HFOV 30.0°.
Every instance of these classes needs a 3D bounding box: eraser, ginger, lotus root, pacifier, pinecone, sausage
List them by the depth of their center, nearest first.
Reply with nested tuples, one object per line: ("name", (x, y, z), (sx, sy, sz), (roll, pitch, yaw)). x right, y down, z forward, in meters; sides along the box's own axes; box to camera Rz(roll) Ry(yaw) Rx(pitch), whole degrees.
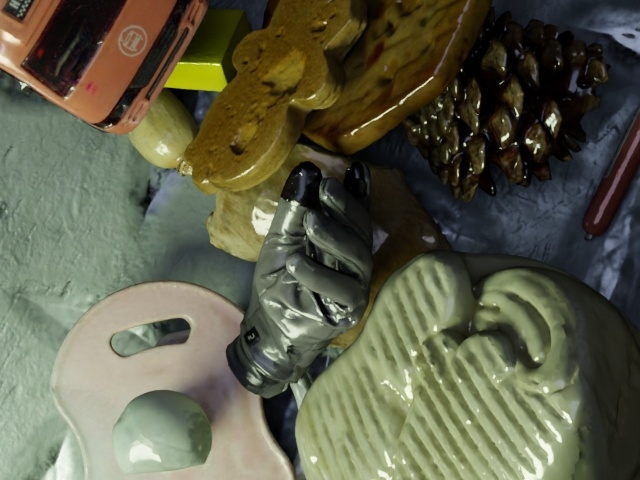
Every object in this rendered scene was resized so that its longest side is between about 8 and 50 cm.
("pinecone", (0.188, -0.135, 1.199), (0.204, 0.179, 0.184), (4, 125, -21))
("sausage", (0.326, -0.100, 1.239), (0.029, 0.029, 0.223), (27, 93, 13))
("pacifier", (-0.154, 0.203, 1.247), (0.220, 0.273, 0.332), (-17, 83, 32))
("ginger", (0.000, 0.000, 1.264), (0.275, 0.130, 0.221), (8, 98, 20))
("eraser", (-0.148, -0.213, 1.329), (0.122, 0.045, 0.097), (4, 50, 15))
("lotus root", (-0.181, -0.128, 1.345), (0.073, 0.062, 0.150), (-39, 73, 7))

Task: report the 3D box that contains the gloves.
("gloves", (-0.015, 0.032, 1.152), (0.142, 0.119, 0.285), (54, 140, 28))

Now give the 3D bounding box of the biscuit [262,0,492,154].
("biscuit", (0.058, -0.256, 1.211), (0.359, 0.046, 0.359), (-26, 53, 40))

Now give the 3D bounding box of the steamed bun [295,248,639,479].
("steamed bun", (0.180, 0.185, 1.134), (0.368, 0.255, 0.342), (-60, 43, 30))

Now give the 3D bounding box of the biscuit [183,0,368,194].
("biscuit", (-0.046, -0.149, 1.207), (0.184, 0.035, 0.249), (30, 88, 52))

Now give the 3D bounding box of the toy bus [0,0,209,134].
("toy bus", (-0.327, -0.290, 1.260), (0.427, 0.233, 0.203), (33, 95, 37))
